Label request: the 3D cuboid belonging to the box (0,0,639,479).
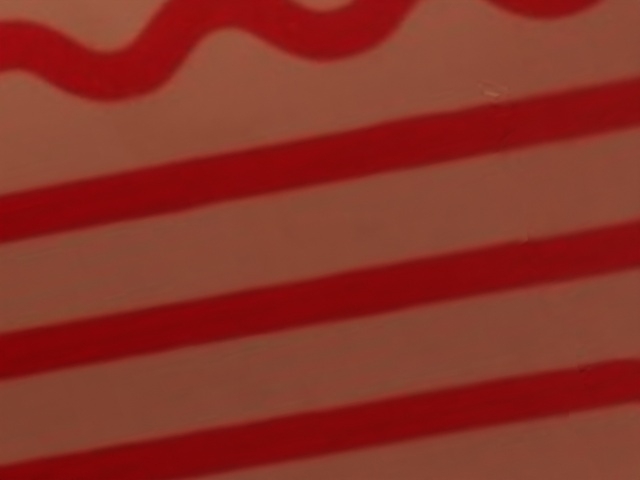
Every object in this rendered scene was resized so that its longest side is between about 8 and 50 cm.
[{"bbox_3d":[0.000,0.000,0.472,0.314,0.312,0.300,-80,-21,-73],"label":"box"}]
